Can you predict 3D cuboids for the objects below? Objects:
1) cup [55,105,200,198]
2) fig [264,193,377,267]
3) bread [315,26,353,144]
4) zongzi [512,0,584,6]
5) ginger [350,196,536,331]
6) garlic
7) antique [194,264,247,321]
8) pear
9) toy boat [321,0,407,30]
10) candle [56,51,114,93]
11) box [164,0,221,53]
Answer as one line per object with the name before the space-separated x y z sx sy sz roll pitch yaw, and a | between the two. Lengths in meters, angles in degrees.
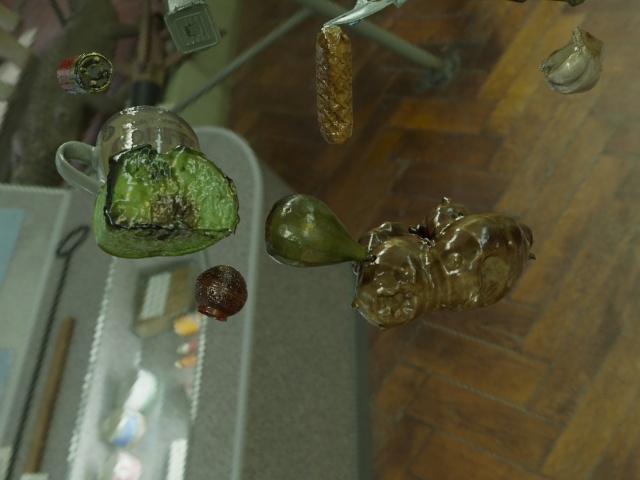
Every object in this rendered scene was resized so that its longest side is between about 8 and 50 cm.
cup | -0.398 -0.132 2.237 0.257 0.301 0.227 -100 22 -56
fig | -0.003 -0.018 1.799 0.133 0.184 0.127 119 146 -83
bread | 0.018 -0.194 1.364 0.044 0.157 0.052 -9 35 -10
zongzi | 0.273 -0.482 1.569 0.250 0.274 0.125 7 38 33
ginger | 0.214 0.035 1.904 0.357 0.152 0.274 -15 19 -1
garlic | 0.339 -0.233 1.451 0.113 0.074 0.094 -20 -10 -48
antique | -0.180 0.092 1.960 0.104 0.104 0.104 -31 35 25
pear | -0.287 -0.057 1.967 0.255 0.238 0.164 138 131 -67
toy boat | 0.077 -0.350 1.598 0.149 0.034 0.105 -33 27 -25
candle | -0.304 -0.211 1.378 0.052 0.052 0.130 -55 25 -12
box | -0.235 -0.404 1.960 0.084 0.122 0.069 -16 59 1
